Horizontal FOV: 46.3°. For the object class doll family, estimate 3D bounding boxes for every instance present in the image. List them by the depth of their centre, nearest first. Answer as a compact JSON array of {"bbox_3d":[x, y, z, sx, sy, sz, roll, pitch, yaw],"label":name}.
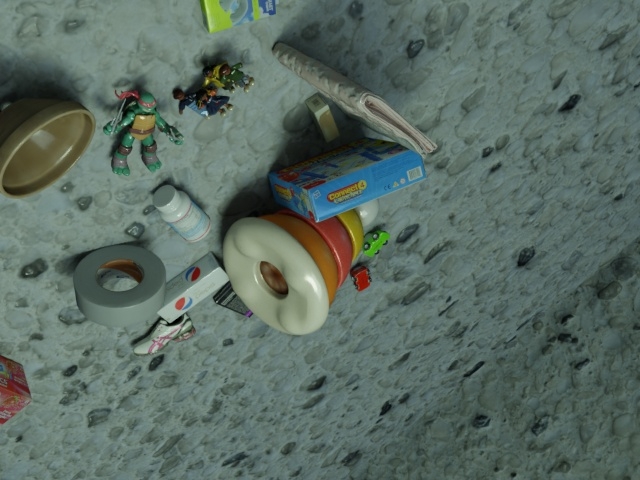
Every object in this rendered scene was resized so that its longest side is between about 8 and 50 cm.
[{"bbox_3d":[-0.245,-0.338,1.676,0.193,0.076,0.111,-47,145,18],"label":"doll family"}]

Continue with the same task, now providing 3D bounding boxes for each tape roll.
[{"bbox_3d":[-0.489,0.109,1.832,0.219,0.219,0.072,-14,137,-25],"label":"tape roll"}]

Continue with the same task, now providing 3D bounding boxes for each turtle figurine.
[{"bbox_3d":[-0.388,-0.242,1.634,0.175,0.118,0.234,4,144,-21],"label":"turtle figurine"}]

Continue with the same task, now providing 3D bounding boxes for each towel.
[{"bbox_3d":[0.077,-0.321,1.727,0.317,0.331,0.053,27,98,-49],"label":"towel"}]

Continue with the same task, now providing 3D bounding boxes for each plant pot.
[{"bbox_3d":[-0.578,-0.205,1.499,0.237,0.109,0.237,-46,172,-8],"label":"plant pot"}]

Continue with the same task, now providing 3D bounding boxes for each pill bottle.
[{"bbox_3d":[-0.347,-0.068,1.863,0.087,0.087,0.160,-37,141,1],"label":"pill bottle"}]

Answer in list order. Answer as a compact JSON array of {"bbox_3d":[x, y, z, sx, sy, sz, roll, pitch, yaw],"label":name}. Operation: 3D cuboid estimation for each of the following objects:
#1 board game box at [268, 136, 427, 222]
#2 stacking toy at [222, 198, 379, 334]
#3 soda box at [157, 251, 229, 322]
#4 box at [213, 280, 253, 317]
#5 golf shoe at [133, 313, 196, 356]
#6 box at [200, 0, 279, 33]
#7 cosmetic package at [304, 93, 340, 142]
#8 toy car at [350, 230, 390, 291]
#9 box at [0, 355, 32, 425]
[{"bbox_3d":[0.059,-0.163,1.896,0.308,0.302,0.086,-23,109,-17],"label":"board game box"},{"bbox_3d":[0.000,0.000,2.054,0.480,0.350,0.351,-39,149,-38],"label":"stacking toy"},{"bbox_3d":[-0.361,0.131,2.070,0.216,0.069,0.074,-36,142,0],"label":"soda box"},{"bbox_3d":[-0.229,0.163,2.234,0.116,0.029,0.162,-46,142,11],"label":"box"},{"bbox_3d":[-0.458,0.267,2.152,0.186,0.067,0.086,-26,114,-12],"label":"golf shoe"},{"bbox_3d":[-0.166,-0.515,1.578,0.178,0.042,0.109,-22,140,-16],"label":"box"},{"bbox_3d":[0.006,-0.310,1.900,0.041,0.060,0.115,-33,143,-4],"label":"cosmetic package"},{"bbox_3d":[0.129,0.046,2.361,0.225,0.053,0.239,-48,141,15],"label":"toy car"},{"bbox_3d":[-0.867,0.353,1.872,0.122,0.128,0.257,-39,141,3],"label":"box"}]
